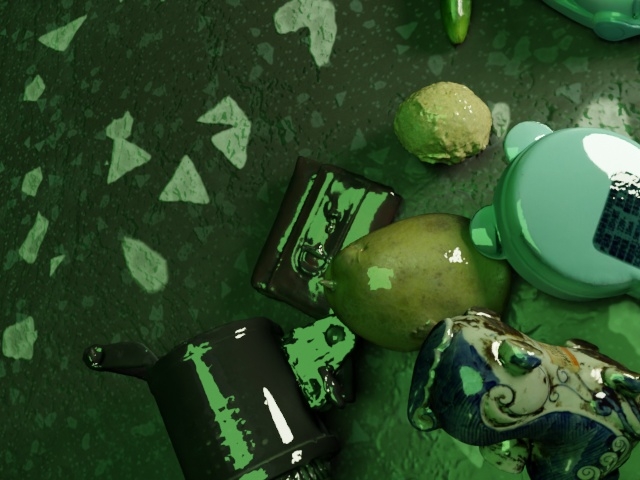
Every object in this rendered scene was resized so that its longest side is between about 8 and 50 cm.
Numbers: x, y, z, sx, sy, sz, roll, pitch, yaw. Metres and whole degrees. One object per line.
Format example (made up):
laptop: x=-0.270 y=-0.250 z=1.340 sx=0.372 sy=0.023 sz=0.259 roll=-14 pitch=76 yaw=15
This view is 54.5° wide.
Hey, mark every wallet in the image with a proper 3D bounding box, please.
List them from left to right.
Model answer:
wallet: x=0.000 y=0.000 z=0.949 sx=0.182 sy=0.049 sz=0.229 roll=23 pitch=89 yaw=24

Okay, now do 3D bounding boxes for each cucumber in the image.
cucumber: x=0.205 y=-0.421 z=0.953 sx=0.056 sy=0.056 sz=0.249 roll=-5 pitch=76 yaw=23

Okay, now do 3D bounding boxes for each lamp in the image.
lamp: x=-0.112 y=0.253 z=0.847 sx=0.375 sy=0.205 sz=0.272 roll=-12 pitch=69 yaw=10
lamp: x=0.340 y=-0.022 z=0.744 sx=0.284 sy=0.147 sz=0.209 roll=20 pitch=80 yaw=22

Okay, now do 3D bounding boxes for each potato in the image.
potato: x=0.119 y=0.055 z=0.805 sx=0.252 sy=0.159 sz=0.174 roll=-3 pitch=56 yaw=-14

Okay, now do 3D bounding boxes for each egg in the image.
egg: x=0.170 y=-0.165 z=0.880 sx=0.140 sy=0.118 sz=0.116 roll=13 pitch=126 yaw=17

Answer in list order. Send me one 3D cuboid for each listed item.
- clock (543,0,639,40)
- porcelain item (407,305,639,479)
clock: x=0.423 y=-0.389 z=0.825 sx=0.223 sy=0.094 sz=0.274 roll=-46 pitch=63 yaw=9
porcelain item: x=0.234 y=0.193 z=0.708 sx=0.288 sy=0.138 sz=0.186 roll=17 pitch=100 yaw=-15
